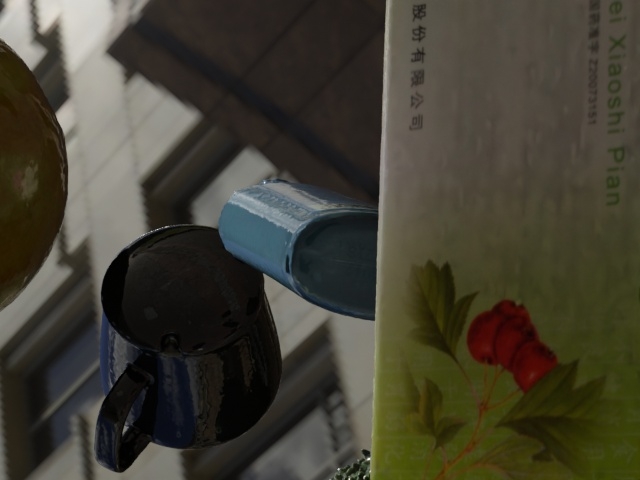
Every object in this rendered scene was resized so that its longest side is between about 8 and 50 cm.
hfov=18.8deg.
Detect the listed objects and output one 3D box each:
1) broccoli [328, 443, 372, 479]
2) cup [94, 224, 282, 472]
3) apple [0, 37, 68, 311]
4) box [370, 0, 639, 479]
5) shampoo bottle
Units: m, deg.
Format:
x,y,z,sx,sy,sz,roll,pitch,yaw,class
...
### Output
x,y,z,sx,sy,sz,roll,pitch,yaw,class
0.068,0.340,1.866,0.235,0.288,0.260,19,-173,38,broccoli
-0.131,0.104,1.736,0.169,0.176,0.223,25,-126,17,cup
-0.422,-0.062,1.751,0.374,0.384,0.374,-3,-87,-50,apple
0.106,-0.030,0.686,0.062,0.175,0.260,15,-106,-50,box
0.000,0.000,1.164,0.104,0.061,0.258,9,-175,-16,shampoo bottle
